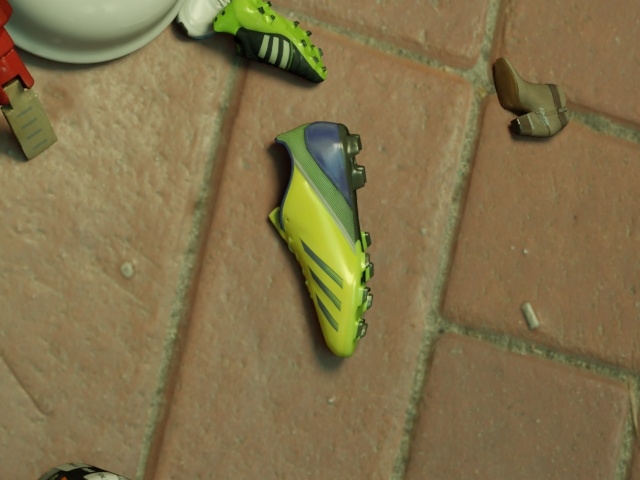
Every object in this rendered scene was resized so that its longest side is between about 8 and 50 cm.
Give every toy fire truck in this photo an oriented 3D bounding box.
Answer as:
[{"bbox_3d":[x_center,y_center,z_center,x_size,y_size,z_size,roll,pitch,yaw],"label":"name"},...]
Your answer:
[{"bbox_3d":[-0.403,-0.162,1.718,0.217,0.158,0.246,-30,109,6],"label":"toy fire truck"}]

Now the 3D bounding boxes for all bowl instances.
[{"bbox_3d":[-0.254,-0.350,1.762,0.297,0.134,0.298,0,89,-25],"label":"bowl"}]

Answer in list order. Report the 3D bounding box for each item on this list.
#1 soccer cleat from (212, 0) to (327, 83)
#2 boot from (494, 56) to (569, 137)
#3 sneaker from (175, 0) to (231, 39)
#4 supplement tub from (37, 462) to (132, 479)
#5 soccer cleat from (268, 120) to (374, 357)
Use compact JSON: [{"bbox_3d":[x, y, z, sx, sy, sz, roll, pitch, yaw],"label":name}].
[{"bbox_3d":[-0.059,-0.237,1.911,0.179,0.072,0.060,35,35,-45],"label":"soccer cleat"},{"bbox_3d":[0.280,-0.191,2.084,0.087,0.042,0.118,-18,97,-30],"label":"boot"},{"bbox_3d":[-0.093,-0.312,1.893,0.190,0.083,0.071,-42,107,-18],"label":"sneaker"},{"bbox_3d":[-0.249,0.309,1.739,0.117,0.190,0.117,1,87,-24],"label":"supplement tub"},{"bbox_3d":[0.000,-0.001,1.936,0.121,0.093,0.289,-4,95,6],"label":"soccer cleat"}]
